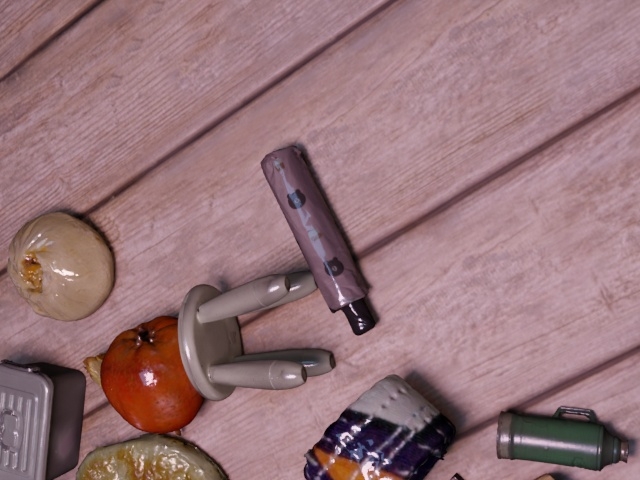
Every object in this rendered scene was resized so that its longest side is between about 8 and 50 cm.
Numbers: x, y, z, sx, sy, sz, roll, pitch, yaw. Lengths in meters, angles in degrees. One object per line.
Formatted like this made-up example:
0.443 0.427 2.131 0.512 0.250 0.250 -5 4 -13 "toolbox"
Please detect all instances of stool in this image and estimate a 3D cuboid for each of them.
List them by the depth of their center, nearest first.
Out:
-0.103 0.156 1.439 0.198 0.195 0.195 -9 87 17 "stool"

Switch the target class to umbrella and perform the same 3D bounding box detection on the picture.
0.000 0.000 1.455 0.073 0.067 0.337 -22 81 -22 "umbrella"

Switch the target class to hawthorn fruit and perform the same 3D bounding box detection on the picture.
-0.276 0.251 1.529 0.196 0.196 0.226 -1 116 22 "hawthorn fruit"

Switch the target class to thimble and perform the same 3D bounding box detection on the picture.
0.091 0.332 1.355 0.150 0.237 0.237 41 105 20 "thimble"

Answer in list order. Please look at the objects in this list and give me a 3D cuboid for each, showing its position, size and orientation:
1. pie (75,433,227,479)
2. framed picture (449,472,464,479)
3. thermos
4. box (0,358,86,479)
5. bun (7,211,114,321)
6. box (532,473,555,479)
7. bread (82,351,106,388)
-0.283 0.501 1.577 0.371 0.078 0.296 46 107 13 "pie"
0.235 0.474 1.398 0.168 0.023 0.128 43 105 15 "framed picture"
0.363 0.301 1.324 0.187 0.083 0.073 4 114 20 "thermos"
-0.534 0.338 1.642 0.163 0.135 0.243 7 95 22 "box"
-0.493 0.051 1.621 0.222 0.127 0.222 1 93 19 "bun"
0.351 0.429 1.311 0.177 0.111 0.111 45 106 15 "box"
-0.396 0.257 1.601 0.084 0.109 0.080 43 102 11 "bread"
